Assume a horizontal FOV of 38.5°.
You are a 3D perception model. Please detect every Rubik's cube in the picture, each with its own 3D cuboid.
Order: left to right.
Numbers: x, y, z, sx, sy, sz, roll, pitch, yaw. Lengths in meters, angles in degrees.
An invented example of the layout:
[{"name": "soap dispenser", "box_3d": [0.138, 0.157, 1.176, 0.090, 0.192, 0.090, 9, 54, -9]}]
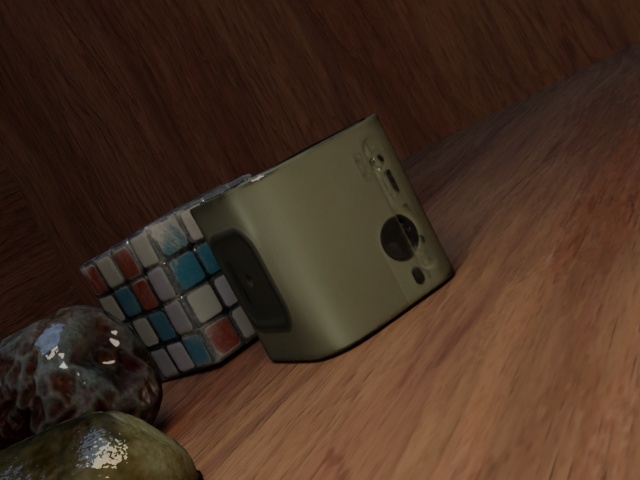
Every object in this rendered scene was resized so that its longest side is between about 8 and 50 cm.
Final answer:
[{"name": "Rubik's cube", "box_3d": [-0.215, 0.068, 1.603, 0.253, 0.259, 0.256, -20, 11, 48]}]

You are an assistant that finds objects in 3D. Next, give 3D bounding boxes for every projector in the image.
[{"name": "projector", "box_3d": [0.000, 0.000, 1.269, 0.248, 0.249, 0.248, -30, 6, -26]}]

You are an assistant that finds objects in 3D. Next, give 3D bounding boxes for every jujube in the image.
[{"name": "jujube", "box_3d": [-0.363, 0.217, 1.279, 0.317, 0.226, 0.226, -30, 4, 40]}]

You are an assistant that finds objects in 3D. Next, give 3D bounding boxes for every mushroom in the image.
[{"name": "mushroom", "box_3d": [-0.301, 0.277, 0.934, 0.344, 0.130, 0.247, -29, 2, 1]}]
